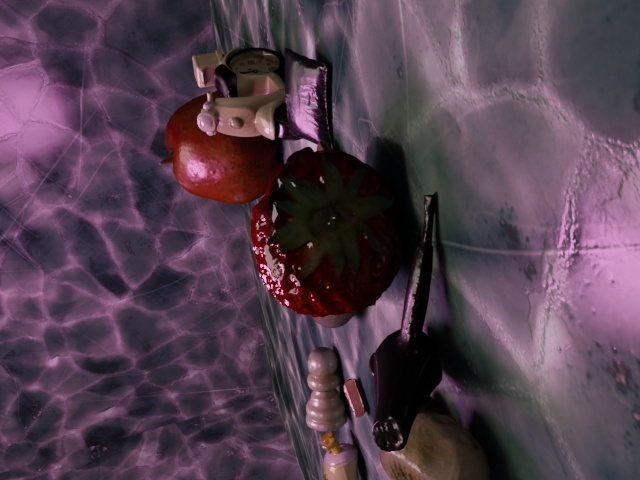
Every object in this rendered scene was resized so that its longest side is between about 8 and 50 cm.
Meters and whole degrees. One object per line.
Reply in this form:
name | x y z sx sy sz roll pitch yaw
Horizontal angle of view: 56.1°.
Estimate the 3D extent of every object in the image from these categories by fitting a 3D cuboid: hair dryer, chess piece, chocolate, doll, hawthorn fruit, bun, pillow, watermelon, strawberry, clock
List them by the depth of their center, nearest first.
hair dryer | 0.135 0.105 0.905 0.303 0.120 0.360 -34 -49 -70
bun | 0.191 0.356 0.943 0.178 0.128 0.193 17 138 45
watermelon | 0.186 0.314 1.071 0.105 0.062 0.106 161 90 -82
strawberry | 0.011 -0.005 1.083 0.310 0.291 0.292 44 -148 -84
pillow | -0.029 -0.311 1.336 0.141 0.055 0.208 33 140 35
clock | -0.190 -0.374 1.550 0.379 0.276 0.120 -111 16 -44
chocolate | 0.100 0.421 1.613 0.064 0.031 0.101 -53 53 50
doll | 0.076 0.734 1.826 0.141 0.117 0.297 171 86 -80
chess piece | 0.010 0.443 1.832 0.133 0.133 0.243 -143 46 -70
hawthorn fruit | -0.339 -0.299 1.994 0.403 0.402 0.403 167 90 -77

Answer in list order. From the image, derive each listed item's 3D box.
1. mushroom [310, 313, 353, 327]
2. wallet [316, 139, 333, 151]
mushroom | 0.029 0.108 1.411 0.397 0.125 0.177 94 169 -53
wallet | 0.029 -0.140 1.330 0.118 0.038 0.153 94 154 -52
